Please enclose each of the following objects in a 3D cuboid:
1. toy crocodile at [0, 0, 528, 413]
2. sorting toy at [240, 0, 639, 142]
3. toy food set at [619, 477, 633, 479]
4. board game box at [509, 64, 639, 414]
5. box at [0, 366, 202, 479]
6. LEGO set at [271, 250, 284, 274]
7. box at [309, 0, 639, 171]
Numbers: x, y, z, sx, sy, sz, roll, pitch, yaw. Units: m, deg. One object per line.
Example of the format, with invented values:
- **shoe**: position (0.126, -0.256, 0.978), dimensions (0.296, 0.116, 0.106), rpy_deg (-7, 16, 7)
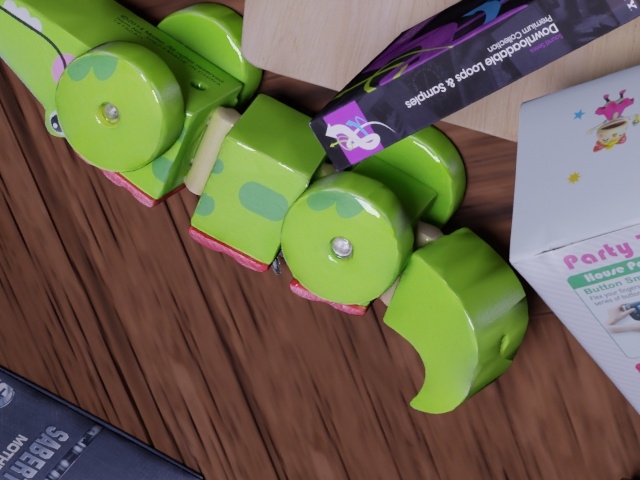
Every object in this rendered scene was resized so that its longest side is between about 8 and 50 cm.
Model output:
- **toy crocodile**: position (-0.038, -0.036, 0.946), dimensions (0.340, 0.115, 0.105), rpy_deg (31, 121, 7)
- **sorting toy**: position (0.107, -0.179, 0.817), dimensions (0.255, 0.089, 0.257), rpy_deg (17, 122, 16)
- **toy food set**: position (0.244, 0.297, 0.985), dimensions (0.220, 0.092, 0.306), rpy_deg (14, 110, 19)
- **board game box**: position (0.252, 0.035, 0.788), dimensions (0.224, 0.097, 0.303), rpy_deg (-16, 136, 29)
- **box**: position (-0.203, 0.185, 1.078), dimensions (0.183, 0.232, 0.059), rpy_deg (28, 128, 10)
- **LEGO set**: position (0.001, 0.002, 1.014), dimensions (0.083, 0.023, 0.054), rpy_deg (18, 126, 0)
- **box**: position (0.083, -0.093, 0.749), dimensions (0.162, 0.116, 0.029), rpy_deg (-25, 103, 33)
